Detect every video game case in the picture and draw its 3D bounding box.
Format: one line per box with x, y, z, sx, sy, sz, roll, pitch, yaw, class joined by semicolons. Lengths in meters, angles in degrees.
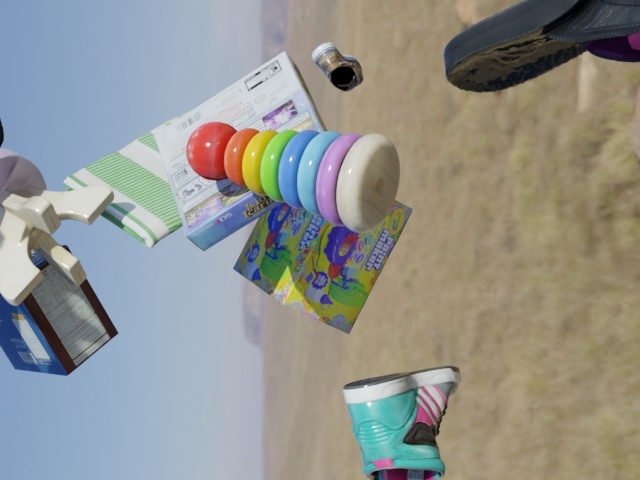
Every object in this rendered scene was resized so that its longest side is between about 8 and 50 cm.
-0.122;-0.147;1.788;0.061;0.270;0.244;47;-165;-48;video game case

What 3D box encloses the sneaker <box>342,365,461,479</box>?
0.141;0.285;1.647;0.295;0.124;0.178;0;-101;-58;sneaker

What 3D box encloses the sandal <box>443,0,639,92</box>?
0.336;-0.246;1.254;0.446;0.168;0.107;-25;65;45;sandal

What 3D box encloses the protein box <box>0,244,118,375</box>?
-0.526;0.129;2.072;0.136;0.200;0.201;-42;-64;-36;protein box

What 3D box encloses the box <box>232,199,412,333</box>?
0.000;0.000;2.313;0.290;0.177;0.279;-63;30;0;box

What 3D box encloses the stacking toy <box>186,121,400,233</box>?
-0.058;-0.109;1.596;0.141;0.330;0.141;-33;-51;-51;stacking toy

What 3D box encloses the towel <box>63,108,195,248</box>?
-0.270;-0.122;2.023;0.325;0.248;0.038;-36;-37;-35;towel

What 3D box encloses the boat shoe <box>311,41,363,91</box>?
0.041;-0.326;2.164;0.066;0.066;0.183;60;-161;21;boat shoe

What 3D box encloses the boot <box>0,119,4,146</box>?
-0.493;-0.168;1.366;0.198;0.137;0.076;64;-140;-59;boot

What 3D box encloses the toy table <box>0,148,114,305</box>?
-0.484;-0.024;1.853;0.252;0.161;0.274;-55;-18;-11;toy table
